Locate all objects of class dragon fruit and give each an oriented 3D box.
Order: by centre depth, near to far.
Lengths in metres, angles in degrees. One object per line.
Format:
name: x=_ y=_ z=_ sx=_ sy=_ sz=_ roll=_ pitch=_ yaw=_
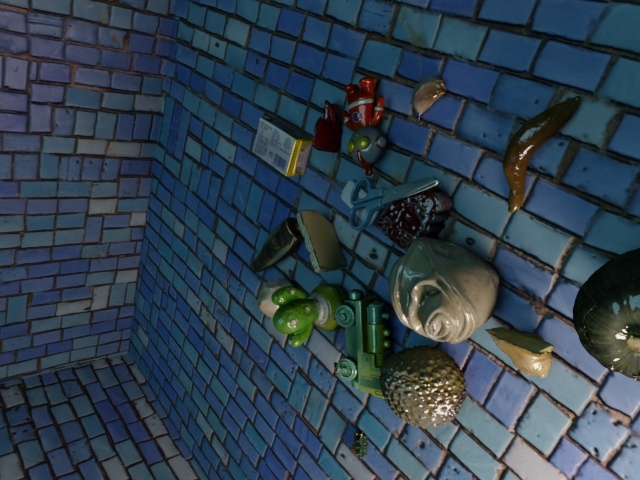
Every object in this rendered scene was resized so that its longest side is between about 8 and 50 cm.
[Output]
dragon fruit: x=0.009 y=-0.436 z=1.874 sx=0.092 sy=0.122 sz=0.192 roll=32 pitch=121 yaw=58

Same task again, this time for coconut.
coconut: x=-0.194 y=0.250 z=2.124 sx=0.171 sy=0.183 sz=0.170 roll=7 pitch=100 yaw=43

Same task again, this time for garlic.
garlic: x=0.328 y=-0.459 z=1.554 sx=0.152 sy=0.066 sz=0.084 roll=-41 pitch=67 yaw=40

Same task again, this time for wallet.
wallet: x=0.146 y=-0.141 z=1.817 sx=0.190 sy=0.033 sz=0.095 roll=47 pitch=125 yaw=32

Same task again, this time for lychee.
lychee: x=0.319 y=0.456 z=1.549 sx=0.255 sy=0.274 sz=0.255 roll=-44 pitch=31 yaw=36

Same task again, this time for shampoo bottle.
shampoo bottle: x=-0.198 y=0.032 z=2.176 sx=0.350 sy=0.084 sz=0.125 roll=-41 pitch=67 yaw=43

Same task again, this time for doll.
doll: x=0.149 y=-0.392 z=1.729 sx=0.200 sy=0.105 sz=0.336 roll=-6 pitch=89 yaw=48

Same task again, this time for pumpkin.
pumpkin: x=0.726 y=0.163 z=1.062 sx=0.291 sy=0.257 sz=0.327 roll=52 pitch=139 yaw=12

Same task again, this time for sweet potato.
sweet potato: x=0.557 y=-0.237 z=1.325 sx=0.108 sy=0.079 sz=0.346 roll=34 pitch=123 yaw=26

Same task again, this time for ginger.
ginger: x=0.554 y=0.310 z=1.382 sx=0.193 sy=0.115 sz=0.122 roll=24 pitch=128 yaw=55

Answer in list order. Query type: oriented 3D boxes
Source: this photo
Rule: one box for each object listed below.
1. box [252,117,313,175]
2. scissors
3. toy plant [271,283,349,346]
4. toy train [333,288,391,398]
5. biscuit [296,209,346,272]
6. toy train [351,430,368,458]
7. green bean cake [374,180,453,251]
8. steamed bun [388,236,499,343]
box: x=-0.162 y=-0.397 z=2.073 sx=0.265 sy=0.097 sz=0.168 roll=37 pitch=121 yaw=38
scissors: x=0.224 y=-0.147 z=1.601 sx=0.447 sy=0.029 sz=0.192 roll=-12 pitch=68 yaw=59
toy plant: x=-0.050 y=0.275 z=1.868 sx=0.184 sy=0.316 sz=0.224 roll=-10 pitch=86 yaw=50
toy train: x=0.173 y=0.361 z=1.775 sx=0.237 sy=0.150 sz=0.368 roll=1 pitch=95 yaw=39
biscuit: x=0.000 y=0.000 z=1.905 sx=0.052 sy=0.150 sz=0.252 roll=-32 pitch=72 yaw=43
toy train: x=0.151 y=0.793 z=1.921 sx=0.064 sy=0.044 sz=0.103 roll=11 pitch=103 yaw=57
green bean cake: x=0.303 y=-0.083 z=1.605 sx=0.198 sy=0.097 sz=0.232 roll=46 pitch=127 yaw=34
steamed bun: x=0.340 y=0.163 z=1.470 sx=0.324 sy=0.219 sz=0.309 roll=39 pitch=128 yaw=17
